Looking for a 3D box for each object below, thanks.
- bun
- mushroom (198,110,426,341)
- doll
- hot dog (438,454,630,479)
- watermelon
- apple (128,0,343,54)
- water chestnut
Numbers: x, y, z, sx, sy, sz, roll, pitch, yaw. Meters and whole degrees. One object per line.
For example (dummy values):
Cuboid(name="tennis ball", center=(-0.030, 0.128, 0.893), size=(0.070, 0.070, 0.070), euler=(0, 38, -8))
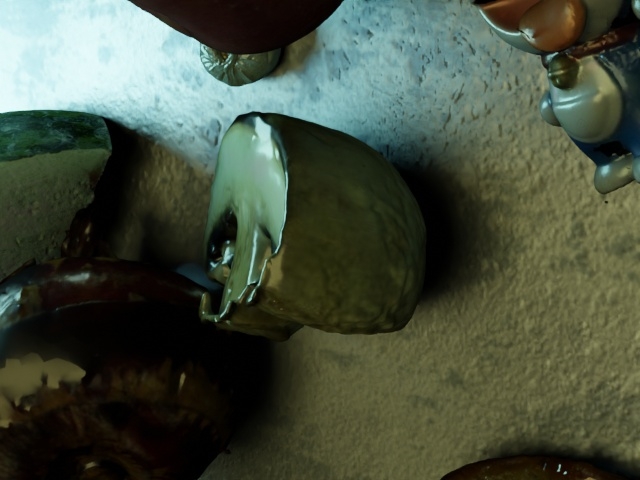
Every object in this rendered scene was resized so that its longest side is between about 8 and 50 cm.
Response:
Cuboid(name="bun", center=(-0.075, -0.177, 1.389), size=(0.083, 0.045, 0.083), euler=(12, 112, 32))
Cuboid(name="mushroom", center=(0.000, -0.007, 1.303), size=(0.267, 0.164, 0.189), euler=(159, 121, -72))
Cuboid(name="doll", center=(0.194, -0.158, 1.121), size=(0.215, 0.161, 0.256), euler=(-21, 91, 64))
Cuboid(name="hot dog", center=(0.184, 0.252, 1.222), size=(0.259, 0.175, 0.114), euler=(11, 119, 30))
Cuboid(name="watermelon", center=(-0.348, -0.012, 1.559), size=(0.213, 0.320, 0.289), euler=(56, 164, -19))
Cuboid(name="apple", center=(-0.097, -0.291, 1.235), size=(0.306, 0.306, 0.235), euler=(28, 92, 29))
Cuboid(name="water chestnut", center=(-0.218, 0.108, 1.442), size=(0.300, 0.300, 0.300), euler=(10, 107, 35))
